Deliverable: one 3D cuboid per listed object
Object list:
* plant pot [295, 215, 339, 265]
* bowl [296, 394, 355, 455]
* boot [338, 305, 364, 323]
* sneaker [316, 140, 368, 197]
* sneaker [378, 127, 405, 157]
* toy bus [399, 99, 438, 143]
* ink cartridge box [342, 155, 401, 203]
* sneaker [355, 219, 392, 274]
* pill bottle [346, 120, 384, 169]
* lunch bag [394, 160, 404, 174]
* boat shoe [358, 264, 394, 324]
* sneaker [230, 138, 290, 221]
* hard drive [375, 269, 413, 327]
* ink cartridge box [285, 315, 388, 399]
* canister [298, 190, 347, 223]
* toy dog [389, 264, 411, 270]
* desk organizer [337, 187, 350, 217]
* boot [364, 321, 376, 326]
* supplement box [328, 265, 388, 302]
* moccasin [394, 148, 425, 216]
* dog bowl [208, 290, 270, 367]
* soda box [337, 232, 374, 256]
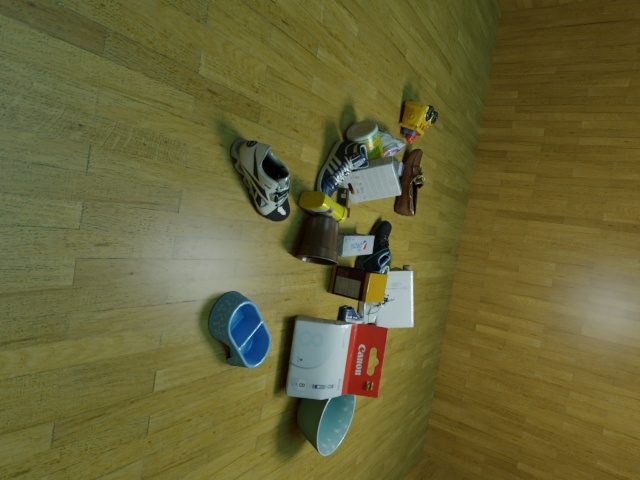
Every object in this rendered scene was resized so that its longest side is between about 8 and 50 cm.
[{"bbox_3d":[0.000,0.000,1.574,0.167,0.166,0.165,30,66,-56],"label":"plant pot"},{"bbox_3d":[0.009,0.756,1.792,0.311,0.163,0.312,-22,116,-53],"label":"bowl"},{"bbox_3d":[0.162,0.364,1.996,0.190,0.069,0.086,5,98,-55],"label":"boot"},{"bbox_3d":[0.093,-0.278,1.626,0.099,0.153,0.282,44,63,-52],"label":"sneaker"},{"bbox_3d":[0.321,-0.477,1.948,0.152,0.114,0.305,55,21,0],"label":"sneaker"},{"bbox_3d":[0.520,-0.627,2.202,0.220,0.149,0.212,2,111,-60],"label":"toy bus"},{"bbox_3d":[0.222,-0.261,1.784,0.189,0.232,0.066,61,31,-44],"label":"ink cartridge box"},{"bbox_3d":[0.307,0.045,2.062,0.341,0.139,0.125,-62,142,-27],"label":"sneaker"},{"bbox_3d":[0.206,-0.384,1.782,0.136,0.136,0.246,-56,141,-32],"label":"pill bottle"},{"bbox_3d":[0.417,-0.385,2.185,0.083,0.053,0.071,7,94,-66],"label":"lunch bag"},{"bbox_3d":[0.303,0.298,2.113,0.135,0.156,0.367,7,93,-57],"label":"boat shoe"},{"bbox_3d":[-0.151,-0.172,1.297,0.122,0.146,0.331,-62,145,-27],"label":"sneaker"},{"bbox_3d":[0.398,0.316,2.202,0.040,0.202,0.308,-76,164,-84],"label":"hard drive"},{"bbox_3d":[0.068,0.481,1.628,0.091,0.384,0.308,-104,-158,-86],"label":"ink cartridge box"},{"bbox_3d":[0.009,-0.128,1.569,0.170,0.126,0.073,30,70,-54],"label":"canister"},{"bbox_3d":[0.425,0.284,2.301,0.161,0.220,0.334,-66,172,-85],"label":"toy dog"},{"bbox_3d":[0.104,-0.164,1.775,0.050,0.047,0.130,-9,107,-58],"label":"desk organizer"},{"bbox_3d":[0.166,0.425,1.933,0.189,0.076,0.208,-29,146,4],"label":"boot"},{"bbox_3d":[0.172,0.196,1.848,0.191,0.194,0.129,11,89,-57],"label":"supplement box"},{"bbox_3d":[0.521,-0.323,2.272,0.139,0.146,0.380,24,79,-57],"label":"moccasin"},{"bbox_3d":[-0.254,0.303,1.341,0.166,0.074,0.297,-50,138,-37],"label":"dog bowl"},{"bbox_3d":[0.133,0.016,1.824,0.286,0.098,0.091,-2,100,-57],"label":"soda box"}]
